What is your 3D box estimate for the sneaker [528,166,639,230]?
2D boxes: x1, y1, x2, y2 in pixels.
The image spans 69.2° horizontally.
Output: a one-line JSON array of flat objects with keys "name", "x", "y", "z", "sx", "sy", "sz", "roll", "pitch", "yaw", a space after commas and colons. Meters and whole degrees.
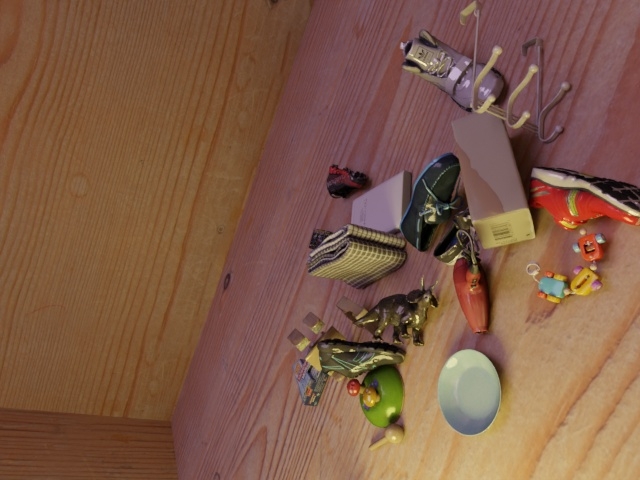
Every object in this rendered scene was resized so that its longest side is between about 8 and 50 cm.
[{"name": "sneaker", "x": 0.539, "y": -0.072, "z": 0.944, "sx": 0.279, "sy": 0.107, "sz": 0.118, "roll": -130, "pitch": 42, "yaw": -63}]

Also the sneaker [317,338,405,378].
[{"name": "sneaker", "x": 0.121, "y": 0.356, "z": 1.390, "sx": 0.267, "sy": 0.101, "sz": 0.106, "roll": -1, "pitch": 88, "yaw": 20}]

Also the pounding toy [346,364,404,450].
[{"name": "pounding toy", "x": 0.148, "y": 0.473, "z": 1.352, "sx": 0.183, "sy": 0.110, "sz": 0.236, "roll": -44, "pitch": 38, "yaw": 46}]

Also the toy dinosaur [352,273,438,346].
[{"name": "toy dinosaur", "x": 0.230, "y": 0.214, "z": 1.341, "sx": 0.314, "sy": 0.121, "sz": 0.160, "roll": -21, "pitch": 49, "yaw": 52}]

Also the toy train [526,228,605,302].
[{"name": "toy train", "x": 0.512, "y": 0.059, "z": 0.944, "sx": 0.166, "sy": 0.046, "sz": 0.125, "roll": -39, "pitch": 46, "yaw": 45}]

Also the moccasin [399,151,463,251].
[{"name": "moccasin", "x": 0.325, "y": -0.095, "z": 1.290, "sx": 0.342, "sy": 0.138, "sz": 0.116, "roll": 95, "pitch": 152, "yaw": -56}]

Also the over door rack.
[{"name": "over door rack", "x": 0.462, "y": -0.413, "z": 1.098, "sx": 0.108, "sy": 0.240, "sz": 0.324, "roll": -36, "pitch": 45, "yaw": 54}]

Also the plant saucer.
[{"name": "plant saucer", "x": 0.357, "y": 0.356, "z": 1.091, "sx": 0.195, "sy": 0.037, "sz": 0.194, "roll": -39, "pitch": 43, "yaw": 49}]

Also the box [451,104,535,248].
[{"name": "box", "x": 0.412, "y": -0.154, "z": 1.117, "sx": 0.121, "sy": 0.148, "sz": 0.311, "roll": -16, "pitch": 55, "yaw": 23}]

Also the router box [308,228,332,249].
[{"name": "router box", "x": 0.000, "y": 0.000, "z": 1.999, "sx": 0.122, "sy": 0.038, "sz": 0.092, "roll": 14, "pitch": 89, "yaw": 64}]

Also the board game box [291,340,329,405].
[{"name": "board game box", "x": -0.039, "y": 0.490, "z": 1.769, "sx": 0.194, "sy": 0.060, "sz": 0.194, "roll": 37, "pitch": 109, "yaw": 62}]

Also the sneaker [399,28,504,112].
[{"name": "sneaker", "x": 0.367, "y": -0.502, "z": 1.368, "sx": 0.137, "sy": 0.210, "sz": 0.365, "roll": -61, "pitch": 29, "yaw": 26}]

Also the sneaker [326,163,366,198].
[{"name": "sneaker", "x": 0.097, "y": -0.227, "z": 1.873, "sx": 0.276, "sy": 0.098, "sz": 0.135, "roll": 32, "pitch": 104, "yaw": 65}]

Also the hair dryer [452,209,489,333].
[{"name": "hair dryer", "x": 0.346, "y": 0.088, "z": 1.093, "sx": 0.080, "sy": 0.293, "sz": 0.223, "roll": -12, "pitch": 17, "yaw": 22}]

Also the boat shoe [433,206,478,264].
[{"name": "boat shoe", "x": 0.377, "y": -0.034, "z": 1.231, "sx": 0.228, "sy": 0.076, "sz": 0.080, "roll": -59, "pitch": 30, "yaw": 28}]

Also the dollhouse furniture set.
[{"name": "dollhouse furniture set", "x": 0.061, "y": 0.320, "z": 1.508, "sx": 0.242, "sy": 0.212, "sz": 0.161, "roll": -48, "pitch": 23, "yaw": -10}]

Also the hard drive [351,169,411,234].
[{"name": "hard drive", "x": 0.207, "y": -0.100, "z": 1.647, "sx": 0.307, "sy": 0.040, "sz": 0.203, "roll": -27, "pitch": 52, "yaw": 56}]

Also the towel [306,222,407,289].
[{"name": "towel", "x": 0.110, "y": 0.060, "z": 1.530, "sx": 0.284, "sy": 0.235, "sz": 0.121, "roll": -37, "pitch": 50, "yaw": 51}]
